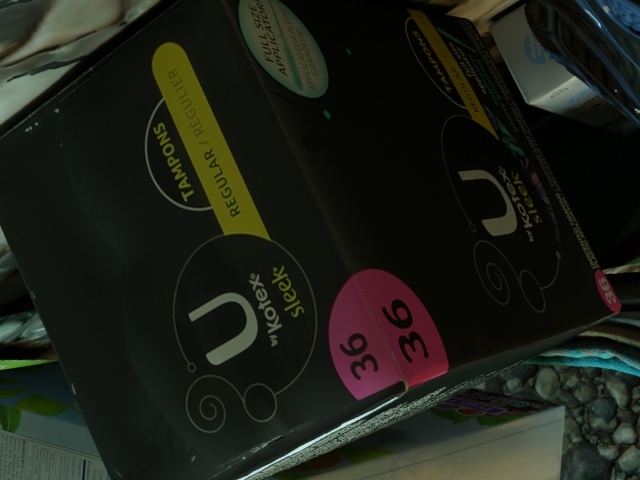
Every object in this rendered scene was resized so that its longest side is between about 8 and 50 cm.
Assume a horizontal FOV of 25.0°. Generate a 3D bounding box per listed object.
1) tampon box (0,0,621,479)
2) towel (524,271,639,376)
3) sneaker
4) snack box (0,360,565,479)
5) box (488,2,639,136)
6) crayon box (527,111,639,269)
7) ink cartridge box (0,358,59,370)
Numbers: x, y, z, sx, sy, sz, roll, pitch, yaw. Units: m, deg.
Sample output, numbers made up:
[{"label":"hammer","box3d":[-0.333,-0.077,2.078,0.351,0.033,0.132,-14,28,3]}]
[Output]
[{"label":"tampon box","box3d":[0.000,0.000,0.448,0.101,0.120,0.161,-31,169,28]},{"label":"towel","box3d":[0.122,0.042,0.746,0.271,0.040,0.370,-5,179,-39]},{"label":"sneaker","box3d":[0.099,-0.094,0.412,0.081,0.080,0.211,-49,168,3]},{"label":"snack box","box3d":[-0.034,0.093,0.588,0.207,0.070,0.174,6,-173,41]},{"label":"box","box3d":[0.162,-0.098,0.596,0.145,0.038,0.186,-31,170,20]},{"label":"crayon box","box3d":[0.257,-0.086,0.770,0.318,0.081,0.202,-32,168,25]},{"label":"ink cartridge box","box3d":[-0.243,0.148,0.651,0.255,0.097,0.189,-28,169,10]}]
